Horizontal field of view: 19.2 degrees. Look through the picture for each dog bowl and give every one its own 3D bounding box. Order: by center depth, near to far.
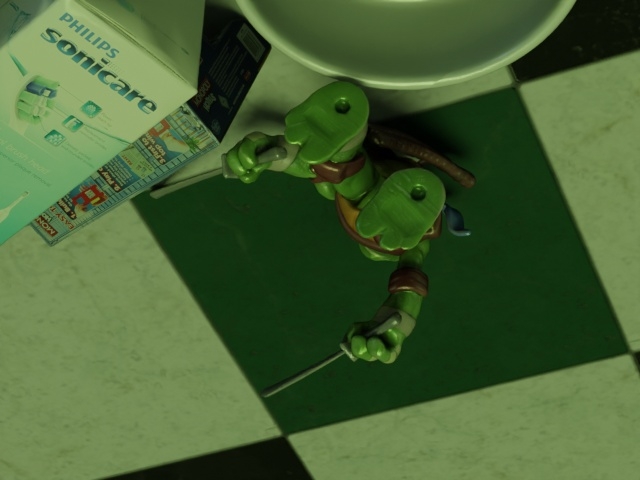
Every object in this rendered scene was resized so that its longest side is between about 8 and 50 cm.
[{"bbox_3d":[0.062,-0.240,1.361,0.265,0.104,0.265,1,135,1],"label":"dog bowl"}]

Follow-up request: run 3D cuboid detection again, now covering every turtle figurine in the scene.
[{"bbox_3d":[0.000,0.000,1.502,0.274,0.198,0.266,-5,164,-2],"label":"turtle figurine"}]

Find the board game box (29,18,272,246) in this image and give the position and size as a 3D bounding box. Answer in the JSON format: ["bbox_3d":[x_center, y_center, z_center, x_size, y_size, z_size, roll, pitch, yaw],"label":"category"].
[{"bbox_3d":[-0.145,-0.085,1.461,0.194,0.194,0.060,-32,107,24],"label":"board game box"}]

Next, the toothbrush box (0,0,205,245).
[{"bbox_3d":[-0.224,-0.134,1.397,0.295,0.216,0.126,-33,126,31],"label":"toothbrush box"}]
